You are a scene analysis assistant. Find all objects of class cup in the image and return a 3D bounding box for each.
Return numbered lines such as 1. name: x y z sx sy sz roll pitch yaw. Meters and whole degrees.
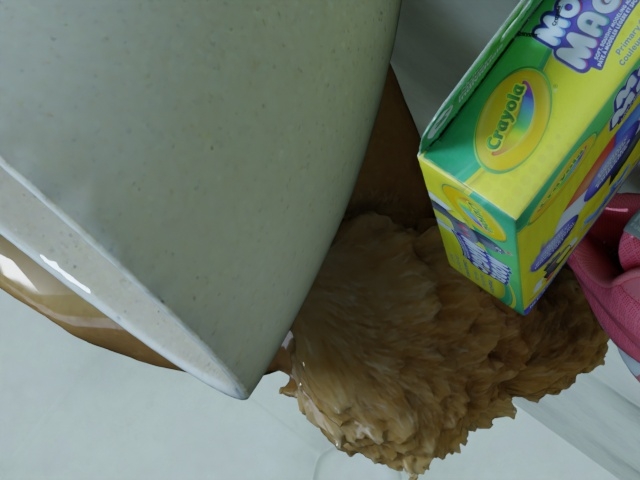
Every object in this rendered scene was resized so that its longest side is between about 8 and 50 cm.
1. cup: -0.092 -0.116 0.748 0.331 0.237 0.331 38 170 8

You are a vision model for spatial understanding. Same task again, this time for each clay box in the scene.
1. clay box: 0.104 -0.050 0.675 0.053 0.127 0.222 36 174 14

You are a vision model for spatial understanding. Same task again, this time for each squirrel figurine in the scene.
1. squirrel figurine: 0.000 0.000 1.054 0.397 0.281 0.370 39 -179 13

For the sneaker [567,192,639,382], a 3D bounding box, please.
1. sneaker: 0.212 0.042 0.797 0.136 0.116 0.314 42 173 -21
